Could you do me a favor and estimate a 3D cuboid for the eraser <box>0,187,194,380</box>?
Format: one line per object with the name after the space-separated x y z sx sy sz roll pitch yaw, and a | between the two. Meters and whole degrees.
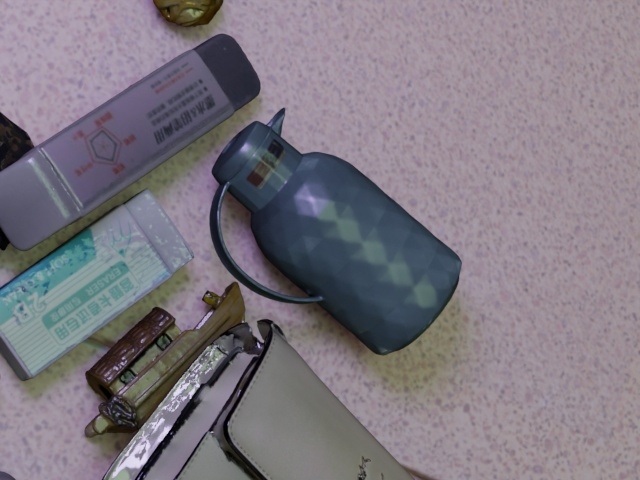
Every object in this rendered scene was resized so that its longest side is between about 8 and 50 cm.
-0.247 0.045 1.819 0.225 0.052 0.096 -37 96 -26 | eraser

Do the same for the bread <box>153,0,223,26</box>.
-0.128 -0.412 1.938 0.077 0.084 0.368 4 78 16 | bread

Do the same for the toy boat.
-0.166 0.121 1.835 0.088 0.068 0.226 47 67 -4 | toy boat

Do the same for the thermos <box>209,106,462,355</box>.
0.000 0.000 1.894 0.286 0.145 0.182 39 71 -12 | thermos

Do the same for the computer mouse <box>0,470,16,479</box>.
-0.322 0.278 1.751 0.066 0.039 0.096 -26 100 -26 | computer mouse

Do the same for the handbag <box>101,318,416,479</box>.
-0.018 0.286 1.801 0.358 0.160 0.237 48 59 -23 | handbag

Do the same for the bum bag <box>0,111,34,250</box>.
-0.360 -0.014 1.765 0.102 0.069 0.248 38 67 -9 | bum bag

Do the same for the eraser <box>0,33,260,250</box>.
-0.202 -0.110 1.836 0.352 0.061 0.089 -38 97 -38 | eraser
